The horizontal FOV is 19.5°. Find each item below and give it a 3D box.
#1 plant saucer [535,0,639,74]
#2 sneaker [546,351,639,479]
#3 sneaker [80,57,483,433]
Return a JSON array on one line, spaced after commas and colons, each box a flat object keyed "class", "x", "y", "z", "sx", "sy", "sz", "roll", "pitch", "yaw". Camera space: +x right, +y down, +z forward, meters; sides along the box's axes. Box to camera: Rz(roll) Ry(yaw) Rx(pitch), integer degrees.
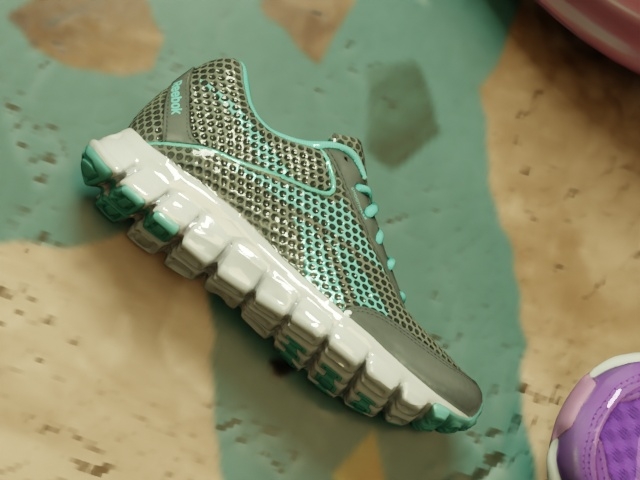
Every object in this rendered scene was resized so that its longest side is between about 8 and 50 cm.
[{"class": "plant saucer", "x": 0.185, "y": -0.205, "z": 0.630, "sx": 0.332, "sy": 0.084, "sz": 0.332, "roll": 1, "pitch": 93, "yaw": 14}, {"class": "sneaker", "x": 0.189, "y": 0.122, "z": 0.655, "sx": 0.236, "sy": 0.104, "sz": 0.095, "roll": 38, "pitch": 80, "yaw": -5}, {"class": "sneaker", "x": 0.000, "y": 0.000, "z": 0.651, "sx": 0.166, "sy": 0.065, "sz": 0.076, "roll": 41, "pitch": 74, "yaw": -7}]
